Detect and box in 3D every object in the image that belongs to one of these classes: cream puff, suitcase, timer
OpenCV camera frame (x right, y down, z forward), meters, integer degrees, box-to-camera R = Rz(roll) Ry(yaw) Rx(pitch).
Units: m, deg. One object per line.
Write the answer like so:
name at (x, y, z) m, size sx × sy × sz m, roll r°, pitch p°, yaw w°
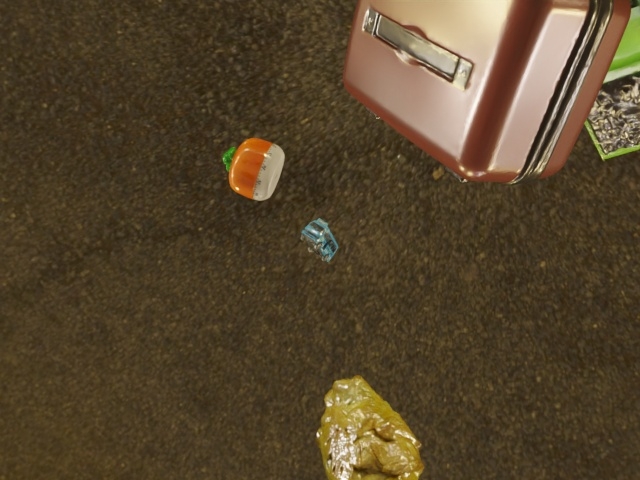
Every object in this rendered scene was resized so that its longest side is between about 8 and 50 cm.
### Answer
cream puff at (0.032, 0.127, 0.387) m, size 0.058 × 0.083 × 0.083 m, roll 13°, pitch 88°, yaw -26°
suitcase at (0.166, -0.218, 0.714) m, size 0.161 × 0.297 × 0.236 m, roll -6°, pitch 125°, yaw -30°
timer at (-0.146, -0.154, 1.319) m, size 0.136 × 0.136 × 0.099 m, roll 14°, pitch 148°, yaw 8°

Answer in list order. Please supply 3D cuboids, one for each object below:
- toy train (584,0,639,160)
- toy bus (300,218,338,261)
toy train at (0.531, -0.296, 1.112) m, size 0.173 × 0.249 × 0.307 m, roll -16°, pitch 143°, yaw 33°
toy bus at (0.000, 0.000, 1.081) m, size 0.038 × 0.083 × 0.046 m, roll 33°, pitch 76°, yaw 29°
